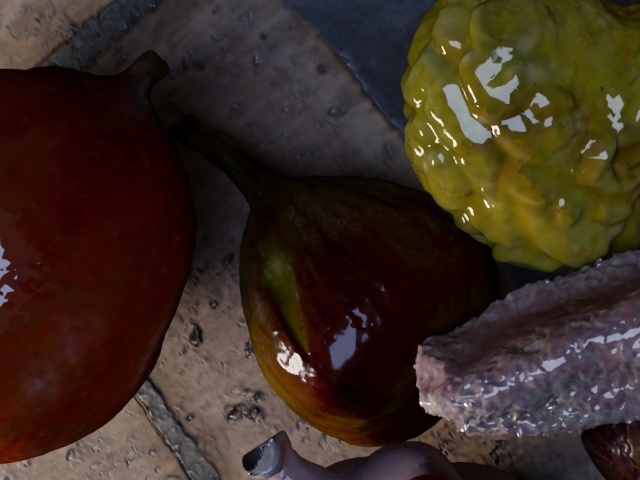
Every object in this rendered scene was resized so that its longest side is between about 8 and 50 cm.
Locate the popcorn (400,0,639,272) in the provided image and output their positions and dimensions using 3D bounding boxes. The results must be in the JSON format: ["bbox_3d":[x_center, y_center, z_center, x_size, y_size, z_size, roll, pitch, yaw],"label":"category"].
[{"bbox_3d":[0.164,-0.086,1.114,0.203,0.200,0.226,-4,100,32],"label":"popcorn"}]

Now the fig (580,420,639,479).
[{"bbox_3d":[0.269,0.167,1.172,0.133,0.146,0.201,-27,100,10],"label":"fig"}]

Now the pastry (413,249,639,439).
[{"bbox_3d":[0.193,0.060,1.083,0.265,0.103,0.112,-29,115,20],"label":"pastry"}]

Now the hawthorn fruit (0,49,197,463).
[{"bbox_3d":[-0.223,0.018,1.212,0.311,0.295,0.295,-34,91,39],"label":"hawthorn fruit"}]

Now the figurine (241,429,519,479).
[{"bbox_3d":[0.071,0.225,1.183,0.176,0.287,0.186,-25,52,11],"label":"figurine"}]

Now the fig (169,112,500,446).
[{"bbox_3d":[-0.018,0.027,1.217,0.290,0.190,0.191,26,109,11],"label":"fig"}]
